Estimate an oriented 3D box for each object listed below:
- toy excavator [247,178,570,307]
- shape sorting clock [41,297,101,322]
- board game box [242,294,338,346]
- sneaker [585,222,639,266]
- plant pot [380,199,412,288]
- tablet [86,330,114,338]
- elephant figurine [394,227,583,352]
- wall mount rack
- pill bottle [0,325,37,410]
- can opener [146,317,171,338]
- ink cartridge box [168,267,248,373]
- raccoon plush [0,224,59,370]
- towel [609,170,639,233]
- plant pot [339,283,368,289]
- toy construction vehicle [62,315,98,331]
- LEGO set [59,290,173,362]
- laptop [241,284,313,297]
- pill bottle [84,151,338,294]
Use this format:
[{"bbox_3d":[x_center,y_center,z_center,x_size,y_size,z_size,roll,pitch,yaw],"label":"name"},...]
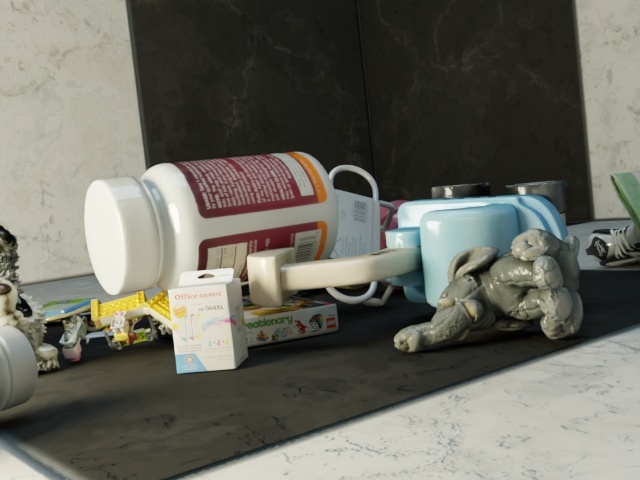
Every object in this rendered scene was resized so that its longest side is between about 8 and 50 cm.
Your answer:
[{"bbox_3d":[0.161,0.025,1.317,0.432,0.222,0.445,-1,5,35],"label":"toy excavator"},{"bbox_3d":[-0.632,0.176,1.934,0.206,0.040,0.206,-8,7,1],"label":"shape sorting clock"},{"bbox_3d":[-0.119,0.141,1.466,0.192,0.053,0.305,-7,3,-25],"label":"board game box"},{"bbox_3d":[0.666,0.008,1.778,0.153,0.094,0.235,-12,-9,19],"label":"sneaker"},{"bbox_3d":[0.208,0.029,1.770,0.201,0.201,0.180,-7,20,-18],"label":"plant pot"},{"bbox_3d":[-0.435,0.190,1.637,0.083,0.006,0.054,-7,4,-4],"label":"tablet"},{"bbox_3d":[0.244,0.075,1.165,0.239,0.169,0.186,-20,-30,32],"label":"elephant figurine"},{"bbox_3d":[0.000,0.000,1.621,0.304,0.350,0.130,12,-40,-9],"label":"wall mount rack"},{"bbox_3d":[-0.453,0.171,0.925,0.131,0.131,0.229,-4,4,35],"label":"pill bottle"},{"bbox_3d":[-0.303,0.164,1.535,0.059,0.073,0.186,-50,18,-21],"label":"can opener"},{"bbox_3d":[-0.168,0.116,1.200,0.092,0.143,0.090,-6,3,7],"label":"ink cartridge box"},{"bbox_3d":[-0.583,0.171,1.412,0.216,0.299,0.446,-24,-22,-24],"label":"raccoon plush"},{"bbox_3d":[0.788,-0.049,1.685,0.324,0.248,0.038,-7,-29,-23],"label":"towel"},{"bbox_3d":[0.015,0.012,1.983,0.239,0.254,0.254,16,18,41],"label":"plant pot"},{"bbox_3d":[-0.506,0.182,1.727,0.098,0.035,0.086,-4,-8,-13],"label":"toy construction vehicle"},{"bbox_3d":[-0.290,0.162,1.376,0.286,0.107,0.132,-1,39,11],"label":"LEGO set"},{"bbox_3d":[-0.188,0.083,1.873,0.234,0.137,0.264,-3,4,34],"label":"laptop"},{"bbox_3d":[-0.185,-0.030,1.383,0.392,0.224,0.224,-9,4,-33],"label":"pill bottle"}]
